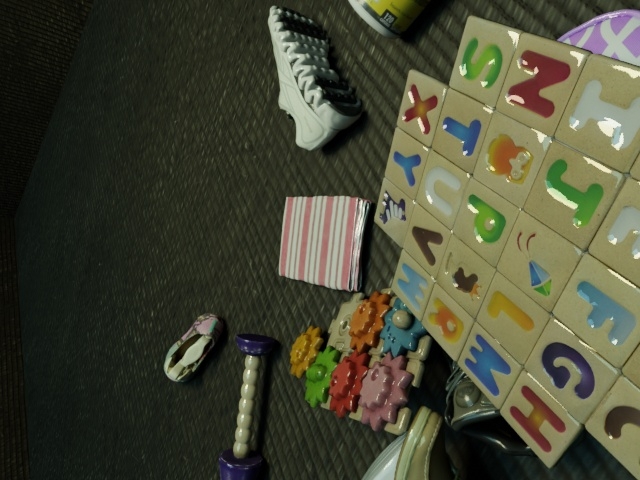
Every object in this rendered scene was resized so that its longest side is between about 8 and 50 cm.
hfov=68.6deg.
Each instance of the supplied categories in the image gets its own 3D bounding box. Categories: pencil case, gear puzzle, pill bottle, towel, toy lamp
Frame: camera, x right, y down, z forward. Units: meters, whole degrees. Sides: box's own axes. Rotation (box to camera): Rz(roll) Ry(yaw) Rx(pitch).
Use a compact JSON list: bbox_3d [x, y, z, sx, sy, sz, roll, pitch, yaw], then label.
[{"bbox_3d":[0.256,-0.097,0.381,0.086,0.206,0.088,-18,63,46],"label":"pencil case"},{"bbox_3d":[0.027,0.142,0.636,0.339,0.044,0.175,-21,43,63],"label":"gear puzzle"},{"bbox_3d":[0.127,-0.375,0.628,0.184,0.103,0.103,-44,55,34],"label":"pill bottle"},{"bbox_3d":[0.000,0.000,0.768,0.197,0.029,0.144,7,89,49],"label":"towel"},{"bbox_3d":[-0.128,0.307,0.822,0.080,0.080,0.274,7,89,47],"label":"toy lamp"}]

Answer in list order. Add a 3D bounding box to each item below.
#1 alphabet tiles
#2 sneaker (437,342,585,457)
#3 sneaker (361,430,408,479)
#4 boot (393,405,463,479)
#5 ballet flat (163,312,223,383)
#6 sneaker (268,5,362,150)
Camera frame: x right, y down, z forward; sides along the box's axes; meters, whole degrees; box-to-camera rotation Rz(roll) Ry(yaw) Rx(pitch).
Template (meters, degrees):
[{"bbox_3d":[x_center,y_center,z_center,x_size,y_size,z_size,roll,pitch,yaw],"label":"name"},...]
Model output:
[{"bbox_3d":[0.151,0.000,0.371,0.342,0.011,0.285,51,141,45],"label":"alphabet tiles"},{"bbox_3d":[0.164,0.125,0.501,0.087,0.130,0.227,-52,49,26],"label":"sneaker"},{"bbox_3d":[0.078,0.361,0.602,0.091,0.094,0.258,32,107,15],"label":"sneaker"},{"bbox_3d":[0.161,0.277,0.472,0.165,0.077,0.213,10,116,33],"label":"boot"},{"bbox_3d":[-0.276,0.242,0.978,0.221,0.077,0.079,-50,10,26],"label":"ballet flat"},{"bbox_3d":[-0.037,-0.280,0.795,0.118,0.110,0.292,-47,53,43],"label":"sneaker"}]
